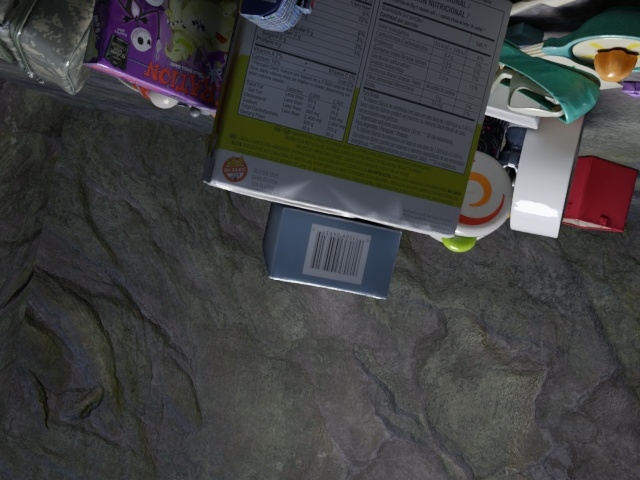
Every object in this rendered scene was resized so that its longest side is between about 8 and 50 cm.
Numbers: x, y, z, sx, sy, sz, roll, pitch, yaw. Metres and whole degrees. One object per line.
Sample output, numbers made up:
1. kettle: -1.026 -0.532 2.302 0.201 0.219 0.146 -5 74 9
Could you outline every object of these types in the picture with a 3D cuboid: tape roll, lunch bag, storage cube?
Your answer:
1. tape roll: 0.488 -0.152 1.245 0.100 0.286 0.286 13 -178 24
2. lunch bag: -0.496 -0.406 0.988 0.256 0.212 0.305 29 175 -20
3. storage cube: 0.809 -0.142 1.779 0.215 0.193 0.184 13 -179 -20

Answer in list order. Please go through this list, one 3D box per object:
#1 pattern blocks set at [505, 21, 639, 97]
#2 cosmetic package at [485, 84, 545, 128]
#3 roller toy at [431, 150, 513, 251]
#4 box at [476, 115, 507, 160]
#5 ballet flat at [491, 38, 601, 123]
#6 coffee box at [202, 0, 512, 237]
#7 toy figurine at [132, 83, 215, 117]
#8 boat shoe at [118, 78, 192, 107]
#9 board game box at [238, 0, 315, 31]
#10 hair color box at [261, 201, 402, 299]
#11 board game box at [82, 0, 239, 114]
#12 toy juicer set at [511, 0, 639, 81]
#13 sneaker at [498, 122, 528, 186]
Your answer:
1. pattern blocks set: 0.409 -0.292 1.004 0.325 0.026 0.285 12 -179 -16
2. cosmetic package: 0.305 -0.283 1.115 0.239 0.060 0.099 23 -170 21
3. roller toy: 0.308 -0.091 1.270 0.191 0.209 0.146 53 171 7
4. box: 0.300 -0.267 1.386 0.247 0.142 0.163 13 -178 24
5. ballet flat: 0.291 -0.247 0.881 0.247 0.087 0.083 35 178 28
6. coffee box: 0.023 -0.213 0.886 0.338 0.334 0.338 12 -176 -15
7. toy figurine: -0.237 -0.340 1.110 0.210 0.213 0.148 10 -162 -47
8. boat shoe: -0.396 -0.436 1.636 0.340 0.127 0.113 3 172 -12
9. board game box: -0.019 -0.312 0.590 0.060 0.194 0.194 13 -164 2
10. hair color box: 0.000 0.000 1.043 0.186 0.113 0.374 12 -175 -8
11. board game box: -0.209 -0.333 0.971 0.056 0.208 0.347 17 -176 37
12. toy juicer set: 0.395 -0.255 0.737 0.329 0.089 0.209 13 -178 -1
13. sneaker: 0.506 -0.217 1.519 0.086 0.163 0.226 11 -177 21
